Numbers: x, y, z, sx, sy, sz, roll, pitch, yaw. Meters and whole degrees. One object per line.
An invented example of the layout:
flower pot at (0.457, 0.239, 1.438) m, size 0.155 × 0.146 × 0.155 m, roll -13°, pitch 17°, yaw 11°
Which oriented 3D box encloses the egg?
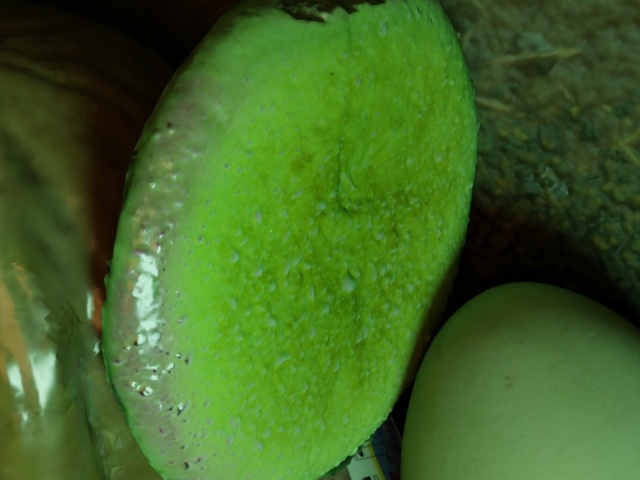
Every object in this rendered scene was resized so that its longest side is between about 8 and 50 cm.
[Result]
egg at (0.139, 0.145, 1.003) m, size 0.188 × 0.188 × 0.254 m, roll -14°, pitch 101°, yaw 19°

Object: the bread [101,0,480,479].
bread at (-0.002, 0.006, 0.926) m, size 0.045 × 0.301 × 0.301 m, roll 19°, pitch 119°, yaw 34°

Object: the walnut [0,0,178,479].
walnut at (-0.176, 0.031, 0.980) m, size 0.332 × 0.333 × 0.333 m, roll 5°, pitch 114°, yaw 11°

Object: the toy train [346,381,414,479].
toy train at (0.040, 0.119, 1.092) m, size 0.051 × 0.052 × 0.234 m, roll -17°, pitch 108°, yaw 24°
